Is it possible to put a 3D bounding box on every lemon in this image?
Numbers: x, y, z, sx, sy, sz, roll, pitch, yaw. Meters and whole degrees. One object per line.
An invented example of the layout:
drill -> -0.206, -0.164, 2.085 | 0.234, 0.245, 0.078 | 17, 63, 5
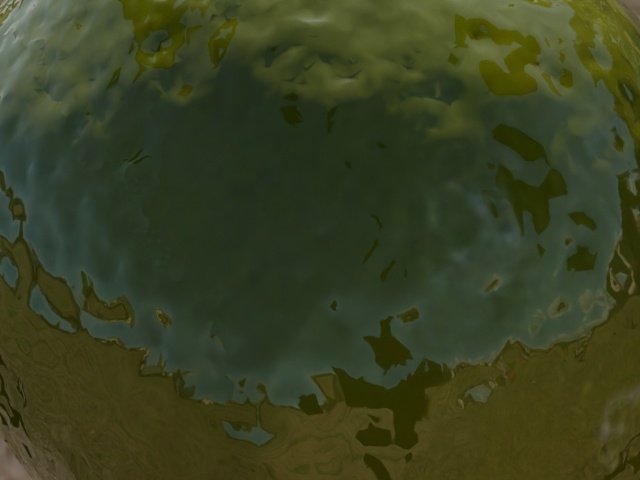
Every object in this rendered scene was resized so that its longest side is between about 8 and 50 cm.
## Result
lemon -> 0.000, 0.000, 0.409 | 0.184, 0.184, 0.248 | -26, 52, -29
